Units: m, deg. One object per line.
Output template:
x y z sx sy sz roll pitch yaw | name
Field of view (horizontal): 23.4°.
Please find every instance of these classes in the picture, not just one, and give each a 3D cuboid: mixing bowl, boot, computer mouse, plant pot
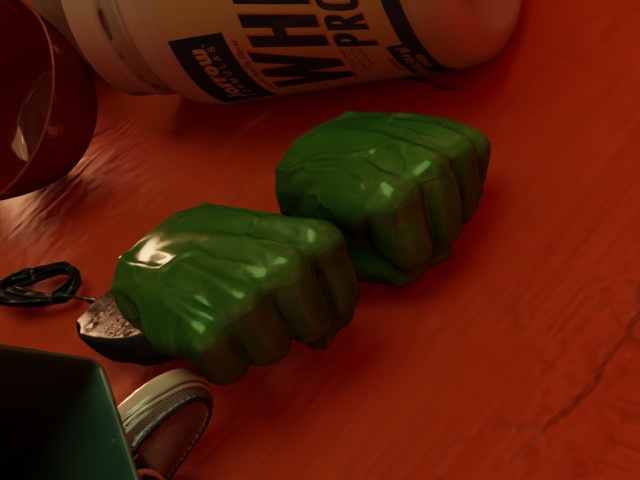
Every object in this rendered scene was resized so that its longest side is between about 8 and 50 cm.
-0.258 -0.112 1.324 0.181 0.098 0.182 -7 79 35 | mixing bowl
-0.119 0.172 0.977 0.190 0.069 0.086 -49 46 -10 | boot
-0.171 0.057 1.162 0.071 0.041 0.242 -40 32 -28 | computer mouse
-0.235 0.191 0.893 0.234 0.165 0.165 -43 54 29 | plant pot

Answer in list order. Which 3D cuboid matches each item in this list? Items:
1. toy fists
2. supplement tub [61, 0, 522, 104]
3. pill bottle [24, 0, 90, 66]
0.000 0.000 1.045 0.279 0.096 0.142 -33 24 -30 | toy fists
-0.023 -0.235 1.231 0.324 0.235 0.235 -6 43 27 | supplement tub
-0.182 -0.356 1.473 0.229 0.229 0.408 22 59 45 | pill bottle
